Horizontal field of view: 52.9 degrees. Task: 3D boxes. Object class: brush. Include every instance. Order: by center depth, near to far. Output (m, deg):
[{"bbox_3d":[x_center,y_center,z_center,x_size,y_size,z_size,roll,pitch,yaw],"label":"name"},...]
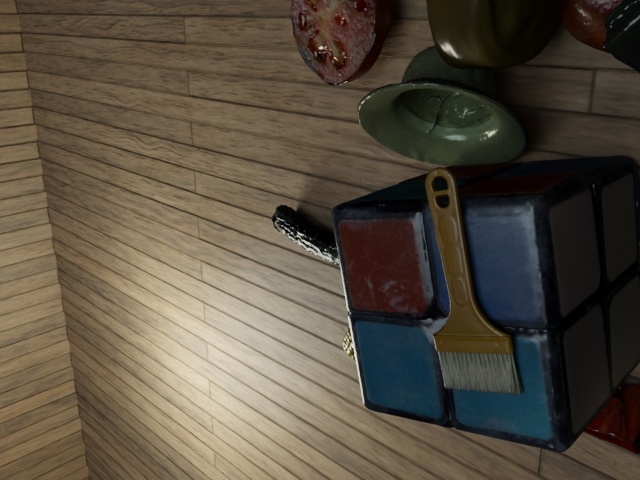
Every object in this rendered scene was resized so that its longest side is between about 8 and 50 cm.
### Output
[{"bbox_3d":[0.162,0.049,0.746,0.103,0.013,0.273,-6,100,42],"label":"brush"}]

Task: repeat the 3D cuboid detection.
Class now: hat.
[{"bbox_3d":[0.195,-0.221,0.977,0.257,0.257,0.130,0,68,47],"label":"hat"}]

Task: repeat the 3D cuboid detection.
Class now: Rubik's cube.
[{"bbox_3d":[0.243,0.064,0.902,0.318,0.313,0.317,-1,104,43],"label":"Rubik's cube"}]

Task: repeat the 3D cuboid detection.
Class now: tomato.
[{"bbox_3d":[0.043,-0.390,1.131,0.224,0.085,0.225,24,124,41],"label":"tomato"}]

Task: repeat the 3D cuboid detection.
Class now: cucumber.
[{"bbox_3d":[-0.001,0.002,1.336,0.245,0.067,0.067,33,126,34],"label":"cucumber"}]

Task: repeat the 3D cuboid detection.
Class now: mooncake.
[{"bbox_3d":[0.231,-0.329,0.824,0.117,0.234,0.235,14,114,42],"label":"mooncake"}]

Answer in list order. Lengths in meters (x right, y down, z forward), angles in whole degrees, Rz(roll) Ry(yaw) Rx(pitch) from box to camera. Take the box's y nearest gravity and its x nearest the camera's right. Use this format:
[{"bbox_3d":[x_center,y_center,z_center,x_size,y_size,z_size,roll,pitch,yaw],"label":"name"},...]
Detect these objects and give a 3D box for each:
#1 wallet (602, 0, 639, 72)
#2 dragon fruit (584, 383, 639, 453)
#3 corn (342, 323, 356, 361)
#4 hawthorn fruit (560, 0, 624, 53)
[{"bbox_3d":[0.444,-0.218,0.693,0.168,0.245,0.052,-46,28,41],"label":"wallet"},{"bbox_3d":[0.415,0.252,1.000,0.192,0.122,0.092,8,70,49],"label":"dragon fruit"},{"bbox_3d":[0.137,0.121,1.201,0.115,0.115,0.318,51,137,21],"label":"corn"},{"bbox_3d":[0.385,-0.292,0.763,0.194,0.157,0.157,38,130,12],"label":"hawthorn fruit"}]
